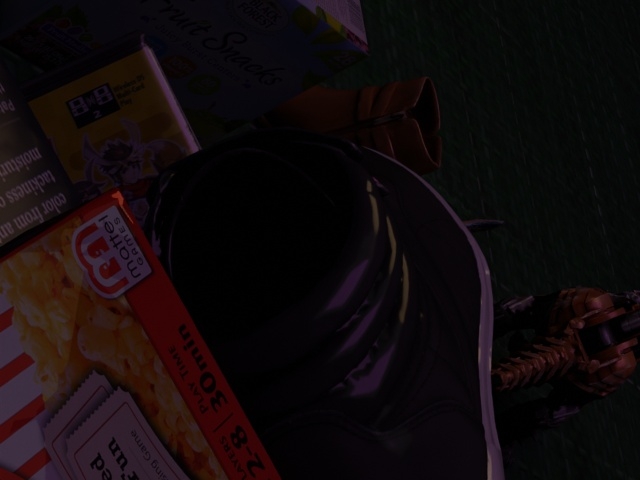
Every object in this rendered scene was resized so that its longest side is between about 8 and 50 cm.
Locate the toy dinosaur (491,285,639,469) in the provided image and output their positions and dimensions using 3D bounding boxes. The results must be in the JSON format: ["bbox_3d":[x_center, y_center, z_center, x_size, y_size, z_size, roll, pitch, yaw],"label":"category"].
[{"bbox_3d":[0.214,0.093,1.301,0.322,0.218,0.164,25,48,-51],"label":"toy dinosaur"}]

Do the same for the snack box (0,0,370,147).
[{"bbox_3d":[-0.094,-0.160,1.012,0.207,0.174,0.070,29,43,-50],"label":"snack box"}]

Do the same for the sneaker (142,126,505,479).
[{"bbox_3d":[0.000,0.000,0.546,0.296,0.104,0.147,-96,163,-58],"label":"sneaker"}]

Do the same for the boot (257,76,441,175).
[{"bbox_3d":[0.025,-0.109,1.201,0.073,0.152,0.197,24,48,-51],"label":"boot"}]

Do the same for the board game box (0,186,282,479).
[{"bbox_3d":[-0.081,0.091,0.336,0.147,0.045,0.193,61,36,-9],"label":"board game box"}]

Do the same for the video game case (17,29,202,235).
[{"bbox_3d":[-0.151,0.072,0.660,0.248,0.274,0.035,64,-8,-3],"label":"video game case"}]

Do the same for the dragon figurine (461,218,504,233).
[{"bbox_3d":[0.079,0.056,1.235,0.289,0.085,0.144,-11,80,-57],"label":"dragon figurine"}]

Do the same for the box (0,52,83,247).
[{"bbox_3d":[-0.193,0.125,0.484,0.294,0.296,0.183,63,27,-7],"label":"box"}]
